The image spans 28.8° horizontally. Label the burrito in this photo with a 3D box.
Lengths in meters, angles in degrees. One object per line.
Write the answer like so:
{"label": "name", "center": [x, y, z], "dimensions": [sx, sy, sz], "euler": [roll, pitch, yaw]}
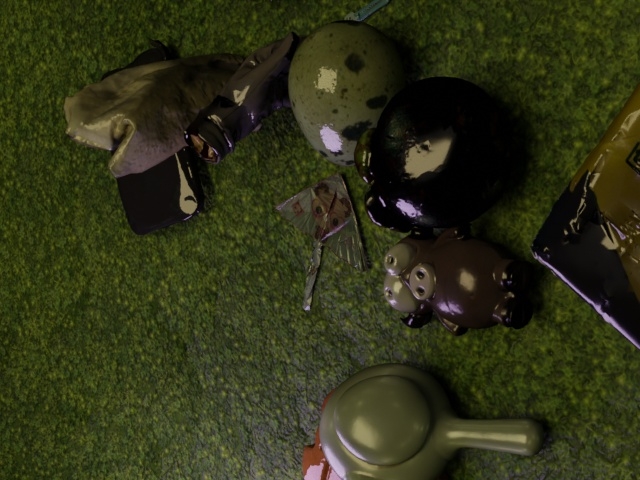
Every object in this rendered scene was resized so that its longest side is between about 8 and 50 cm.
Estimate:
{"label": "burrito", "center": [-0.253, -0.221, 2.033], "dimensions": [0.190, 0.332, 0.135], "euler": [49, 131, 18]}

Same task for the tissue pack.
{"label": "tissue pack", "center": [0.478, -0.073, 1.453], "dimensions": [0.264, 0.253, 0.416], "euler": [48, 125, 27]}

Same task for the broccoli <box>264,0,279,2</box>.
{"label": "broccoli", "center": [-0.132, -0.502, 1.970], "dimensions": [0.288, 0.235, 0.260], "euler": [38, 128, -10]}

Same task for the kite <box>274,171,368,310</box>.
{"label": "kite", "center": [-0.001, 0.000, 2.048], "dimensions": [0.229, 0.012, 0.250], "euler": [33, 116, 38]}

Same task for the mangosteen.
{"label": "mangosteen", "center": [0.157, -0.119, 1.754], "dimensions": [0.243, 0.243, 0.243], "euler": [6, 99, 41]}

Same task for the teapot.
{"label": "teapot", "center": [0.153, 0.267, 1.856], "dimensions": [0.318, 0.149, 0.220], "euler": [-21, 70, 4]}

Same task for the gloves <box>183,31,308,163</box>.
{"label": "gloves", "center": [-0.092, -0.235, 1.970], "dimensions": [0.285, 0.142, 0.119], "euler": [-32, 63, -7]}

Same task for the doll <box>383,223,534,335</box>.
{"label": "doll", "center": [0.190, 0.059, 1.815], "dimensions": [0.257, 0.117, 0.182], "euler": [12, 108, 38]}

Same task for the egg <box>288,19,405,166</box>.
{"label": "egg", "center": [0.039, -0.219, 1.878], "dimensions": [0.177, 0.177, 0.228], "euler": [23, 124, 38]}

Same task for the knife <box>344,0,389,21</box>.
{"label": "knife", "center": [0.072, -0.358, 1.940], "dimensions": [0.096, 0.010, 0.027], "euler": [-28, 77, 40]}

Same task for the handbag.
{"label": "handbag", "center": [-0.307, -0.183, 2.256], "dimensions": [0.192, 0.075, 0.332], "euler": [-18, 82, 41]}

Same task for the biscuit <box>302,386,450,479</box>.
{"label": "biscuit", "center": [0.089, 0.382, 1.991], "dimensions": [0.306, 0.043, 0.284], "euler": [5, 98, 41]}
